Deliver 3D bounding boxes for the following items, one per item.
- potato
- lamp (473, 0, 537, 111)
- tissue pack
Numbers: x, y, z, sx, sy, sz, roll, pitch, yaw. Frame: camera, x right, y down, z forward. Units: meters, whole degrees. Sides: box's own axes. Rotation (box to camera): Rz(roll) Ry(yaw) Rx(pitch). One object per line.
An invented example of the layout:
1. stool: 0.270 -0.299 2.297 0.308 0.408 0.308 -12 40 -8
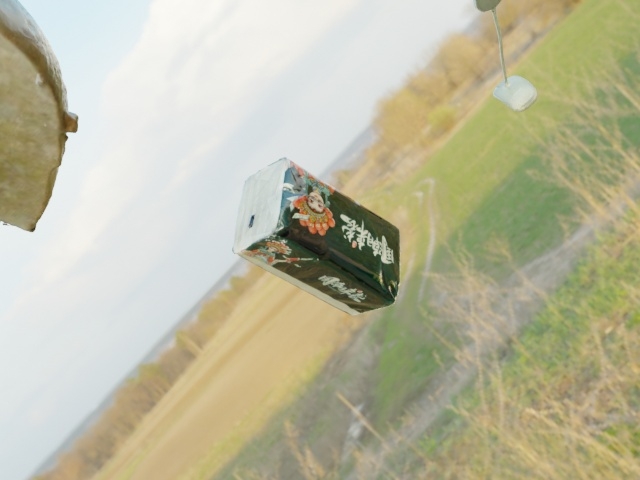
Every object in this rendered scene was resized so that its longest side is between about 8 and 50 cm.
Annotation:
1. potato: -0.318 -0.173 0.877 0.264 0.211 0.189 -38 37 38
2. lamp: 0.237 -0.252 1.107 0.050 0.056 0.198 -37 -41 -8
3. tissue pack: 0.001 0.000 0.906 0.090 0.170 0.103 -26 45 40
